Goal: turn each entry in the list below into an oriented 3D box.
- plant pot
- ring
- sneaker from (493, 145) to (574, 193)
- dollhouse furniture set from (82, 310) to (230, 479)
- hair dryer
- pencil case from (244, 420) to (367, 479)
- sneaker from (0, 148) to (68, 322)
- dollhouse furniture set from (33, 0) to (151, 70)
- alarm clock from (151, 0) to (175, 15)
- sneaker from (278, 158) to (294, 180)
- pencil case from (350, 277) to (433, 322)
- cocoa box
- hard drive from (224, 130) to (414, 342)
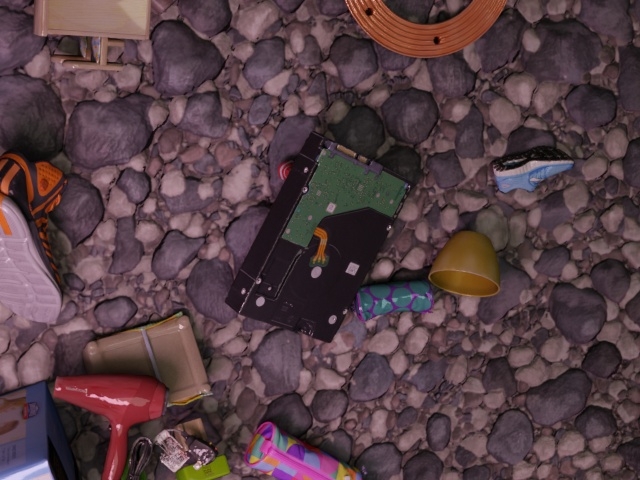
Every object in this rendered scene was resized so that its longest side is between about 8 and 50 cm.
[{"bbox_3d":[0.278,0.038,1.972,0.134,0.134,0.095,22,69,-20],"label":"plant pot"},{"bbox_3d":[0.188,-0.493,1.856,0.337,0.032,0.336,-4,105,-15],"label":"ring"},{"bbox_3d":[0.405,-0.130,2.003,0.162,0.063,0.073,-12,124,-9],"label":"sneaker"},{"bbox_3d":[-0.299,0.307,1.891,0.198,0.151,0.301,-15,78,-19],"label":"dollhouse furniture set"},{"bbox_3d":[-0.332,0.327,1.751,0.223,0.080,0.293,-42,87,-21],"label":"hair dryer"},{"bbox_3d":[-0.026,0.431,1.985,0.236,0.104,0.104,31,93,-20],"label":"pencil case"},{"bbox_3d":[-0.468,-0.015,1.733,0.125,0.180,0.321,9,137,8],"label":"sneaker"},{"bbox_3d":[-0.376,-0.370,1.605,0.161,0.242,0.212,-2,105,-29],"label":"dollhouse furniture set"},{"bbox_3d":[-0.254,-0.416,1.699,0.064,0.129,0.192,39,111,-20],"label":"alarm clock"},{"bbox_3d":[-0.028,-0.110,1.887,0.118,0.067,0.042,26,93,-50],"label":"sneaker"},{"bbox_3d":[0.136,0.112,1.971,0.152,0.064,0.070,-7,89,-14],"label":"pencil case"},{"bbox_3d":[-0.516,0.416,1.704,0.232,0.347,0.227,-19,107,-11],"label":"cocoa box"},{"bbox_3d":[0.000,0.000,1.865,0.237,0.064,0.338,21,99,-42],"label":"hard drive"}]
